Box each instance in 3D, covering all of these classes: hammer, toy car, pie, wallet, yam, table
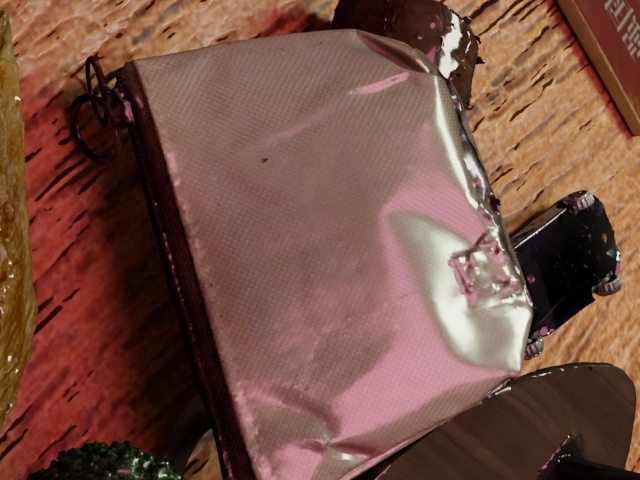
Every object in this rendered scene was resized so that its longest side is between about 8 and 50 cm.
[{"bbox_3d":[-0.035,0.192,1.228,0.103,0.246,0.029,-30,139,4],"label":"hammer"},{"bbox_3d":[0.187,0.031,1.547,0.205,0.056,0.095,-33,109,-36],"label":"toy car"},{"bbox_3d":[-0.209,-0.014,1.079,0.128,0.068,0.282,-83,180,-52],"label":"pie"},{"bbox_3d":[-0.001,0.000,1.249,0.275,0.068,0.335,-16,82,-18],"label":"wallet"},{"bbox_3d":[0.042,-0.048,1.372,0.131,0.131,0.279,27,69,-39],"label":"yam"},{"bbox_3d":[0.210,0.252,1.263,0.317,0.249,0.317,-19,121,-35],"label":"table"}]

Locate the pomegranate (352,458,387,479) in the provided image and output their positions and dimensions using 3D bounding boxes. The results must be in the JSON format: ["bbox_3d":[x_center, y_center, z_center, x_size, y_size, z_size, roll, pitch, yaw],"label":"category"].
[{"bbox_3d":[0.062,0.183,1.376,0.148,0.148,0.169,21,99,-41],"label":"pomegranate"}]

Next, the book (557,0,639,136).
[{"bbox_3d":[0.327,-0.317,1.728,0.374,0.028,0.262,-54,123,-32],"label":"book"}]

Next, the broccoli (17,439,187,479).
[{"bbox_3d":[-0.139,0.252,1.114,0.297,0.298,0.297,-66,138,-72],"label":"broccoli"}]
